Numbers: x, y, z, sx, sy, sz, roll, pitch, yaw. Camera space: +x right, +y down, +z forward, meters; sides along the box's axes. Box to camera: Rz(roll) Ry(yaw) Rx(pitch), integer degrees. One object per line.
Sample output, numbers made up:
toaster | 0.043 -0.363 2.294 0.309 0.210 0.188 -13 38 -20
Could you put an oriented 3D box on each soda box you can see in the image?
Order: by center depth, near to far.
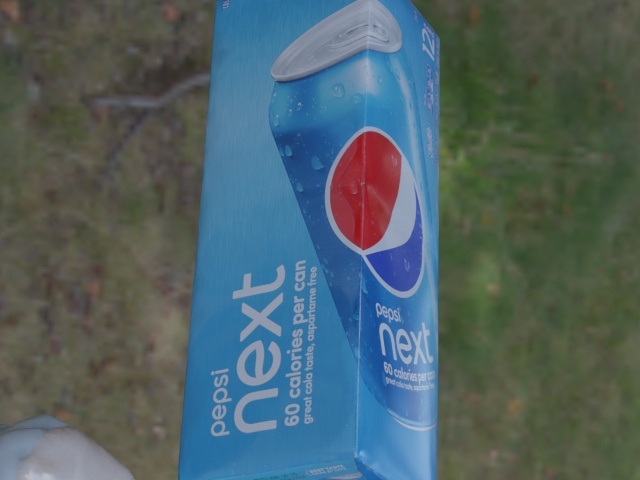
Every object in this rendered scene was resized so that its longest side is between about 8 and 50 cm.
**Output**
soda box | 0.000 0.000 0.687 0.067 0.071 0.210 43 41 -51

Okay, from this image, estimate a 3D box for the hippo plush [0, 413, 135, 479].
hippo plush | -0.186 0.219 0.979 0.237 0.294 0.234 -55 176 -16
